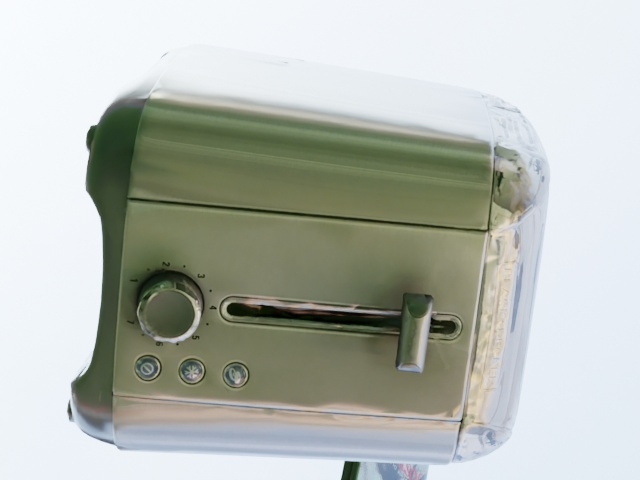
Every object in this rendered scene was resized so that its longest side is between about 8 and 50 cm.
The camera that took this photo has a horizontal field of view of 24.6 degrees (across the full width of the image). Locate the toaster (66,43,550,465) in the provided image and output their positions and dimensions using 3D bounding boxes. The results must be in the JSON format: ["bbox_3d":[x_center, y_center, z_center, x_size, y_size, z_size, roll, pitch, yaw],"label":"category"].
[{"bbox_3d":[0.000,0.000,0.539,0.146,0.227,0.129,7,-77,1],"label":"toaster"}]

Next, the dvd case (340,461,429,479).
[{"bbox_3d":[0.043,0.127,0.886,0.013,0.087,0.119,-8,-133,28],"label":"dvd case"}]
